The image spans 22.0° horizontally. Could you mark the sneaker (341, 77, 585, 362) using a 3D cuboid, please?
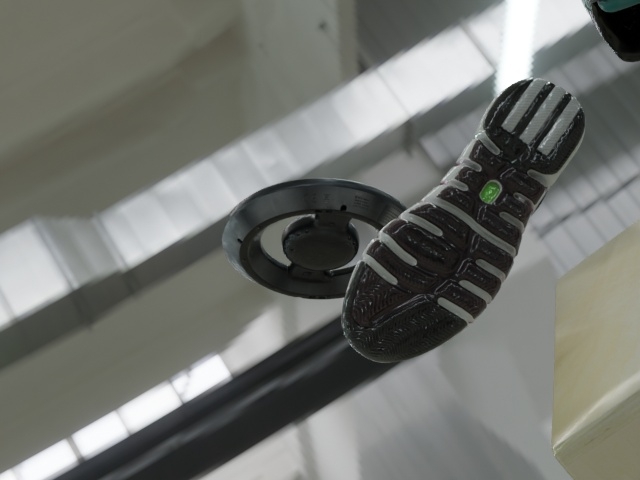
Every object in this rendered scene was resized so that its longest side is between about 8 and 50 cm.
[{"bbox_3d":[0.123,0.003,1.397,0.281,0.106,0.162,-49,-10,-12],"label":"sneaker"}]

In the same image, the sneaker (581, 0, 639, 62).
[{"bbox_3d":[0.255,-0.262,1.320,0.108,0.121,0.302,-14,-30,4],"label":"sneaker"}]

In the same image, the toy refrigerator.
[{"bbox_3d":[0.180,0.074,0.845,0.094,0.102,0.269,-38,7,17],"label":"toy refrigerator"}]

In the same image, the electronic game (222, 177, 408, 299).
[{"bbox_3d":[0.000,0.000,1.910,0.229,0.048,0.229,1,-34,0],"label":"electronic game"}]
